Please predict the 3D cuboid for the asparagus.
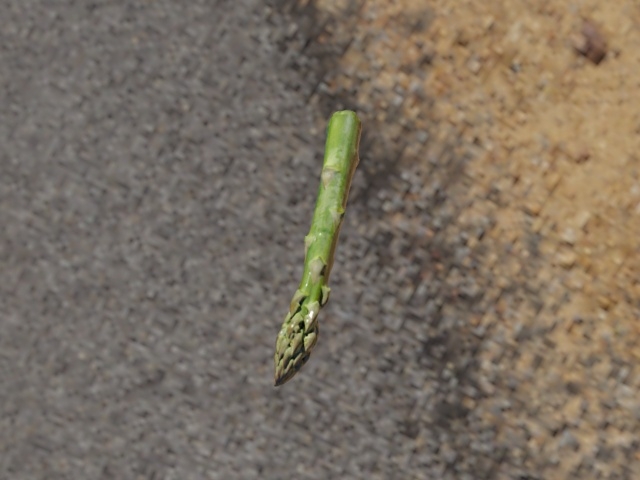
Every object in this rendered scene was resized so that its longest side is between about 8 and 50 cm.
[{"bbox_3d":[0.000,0.000,0.552,0.015,0.014,0.114,117,170,-49],"label":"asparagus"}]
